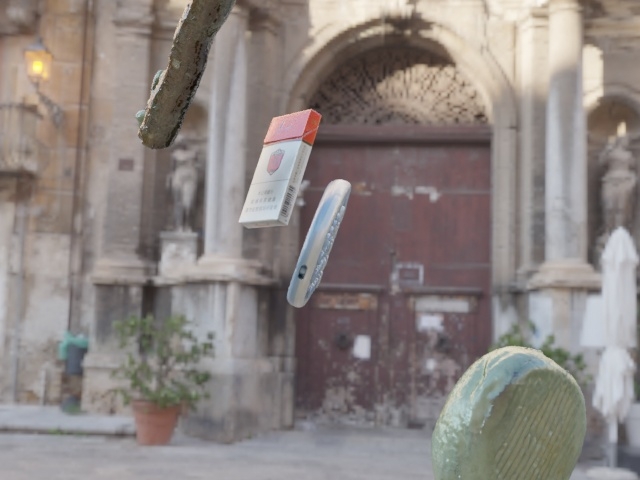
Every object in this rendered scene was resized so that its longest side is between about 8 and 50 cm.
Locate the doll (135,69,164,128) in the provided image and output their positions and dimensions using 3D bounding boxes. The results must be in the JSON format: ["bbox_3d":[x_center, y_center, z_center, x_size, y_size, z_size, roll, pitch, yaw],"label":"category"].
[{"bbox_3d":[-0.345,-0.280,2.031,0.077,0.150,0.115,7,10,-36],"label":"doll"}]

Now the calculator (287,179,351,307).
[{"bbox_3d":[0.000,0.000,1.532,0.042,0.188,0.302,18,19,2],"label":"calculator"}]

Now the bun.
[{"bbox_3d":[0.214,0.236,1.145,0.221,0.221,0.108,8,-4,-39],"label":"bun"}]

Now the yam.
[{"bbox_3d":[-0.180,-0.235,1.306,0.061,0.253,0.061,21,29,-12],"label":"yam"}]

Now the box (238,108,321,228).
[{"bbox_3d":[-0.082,-0.143,1.970,0.035,0.245,0.139,27,-17,-35],"label":"box"}]
